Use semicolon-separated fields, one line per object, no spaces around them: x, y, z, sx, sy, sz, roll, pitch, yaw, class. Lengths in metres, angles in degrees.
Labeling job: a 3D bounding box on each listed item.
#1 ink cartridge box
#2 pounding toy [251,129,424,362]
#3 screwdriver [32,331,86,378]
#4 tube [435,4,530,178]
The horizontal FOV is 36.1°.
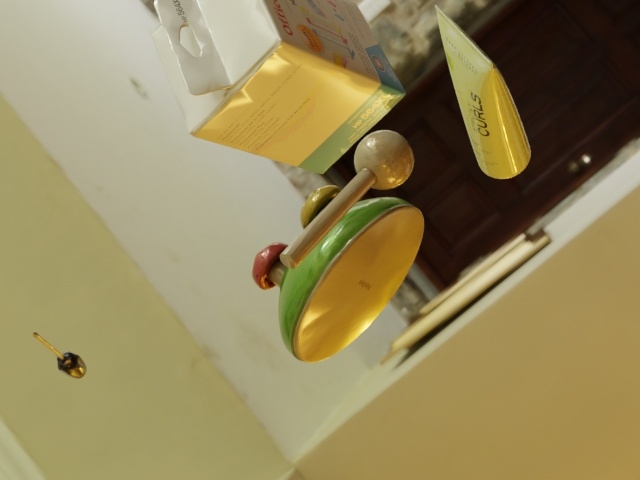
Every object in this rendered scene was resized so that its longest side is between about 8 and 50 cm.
-0.033;-0.117;0.641;0.143;0.090;0.092;12;-135;-49;ink cartridge box
0.000;0.000;0.929;0.110;0.183;0.237;37;155;24;pounding toy
-0.250;0.111;0.932;0.024;0.025;0.170;22;168;7;screwdriver
0.167;-0.143;1.007;0.070;0.062;0.240;9;160;23;tube
